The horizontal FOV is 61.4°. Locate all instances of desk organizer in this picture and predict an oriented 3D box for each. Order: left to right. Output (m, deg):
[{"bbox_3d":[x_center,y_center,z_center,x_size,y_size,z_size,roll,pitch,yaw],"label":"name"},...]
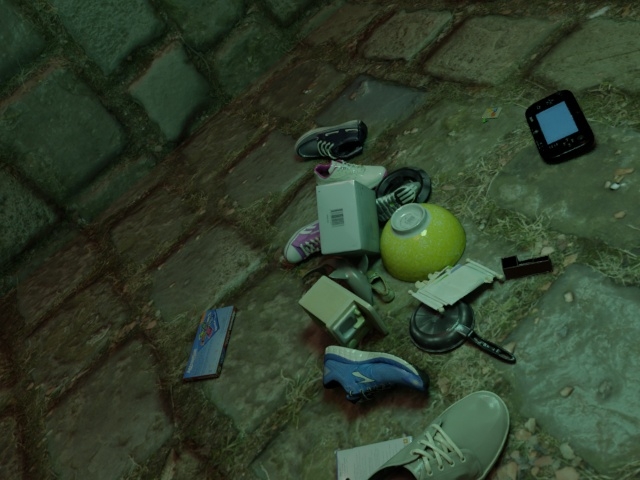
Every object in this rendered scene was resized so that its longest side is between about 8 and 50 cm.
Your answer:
[{"bbox_3d":[0.582,0.068,1.525,0.130,0.050,0.047,-14,44,24],"label":"desk organizer"}]

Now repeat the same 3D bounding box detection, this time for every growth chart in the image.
[{"bbox_3d":[0.389,0.126,1.583,0.237,0.021,0.172,-28,30,-11],"label":"growth chart"}]

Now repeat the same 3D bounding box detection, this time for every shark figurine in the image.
[{"bbox_3d":[0.052,0.106,1.758,0.116,0.166,0.278,-17,29,-41],"label":"shark figurine"}]

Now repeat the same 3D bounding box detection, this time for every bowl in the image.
[{"bbox_3d":[0.307,-0.027,1.734,0.289,0.156,0.290,-19,42,18],"label":"bowl"}]

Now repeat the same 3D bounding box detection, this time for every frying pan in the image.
[{"bbox_3d":[0.361,0.261,1.496,0.197,0.053,0.326,-34,36,2],"label":"frying pan"}]

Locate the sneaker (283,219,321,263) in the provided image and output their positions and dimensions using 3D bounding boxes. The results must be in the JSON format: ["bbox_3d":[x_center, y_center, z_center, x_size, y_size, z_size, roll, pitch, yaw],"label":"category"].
[{"bbox_3d":[0.000,-0.001,1.953,0.282,0.102,0.161,-39,32,-4],"label":"sneaker"}]

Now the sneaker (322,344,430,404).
[{"bbox_3d":[0.145,0.386,1.486,0.329,0.129,0.147,-2,64,38],"label":"sneaker"}]

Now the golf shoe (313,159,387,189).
[{"bbox_3d":[0.109,-0.257,2.118,0.306,0.140,0.115,-8,45,27],"label":"golf shoe"}]

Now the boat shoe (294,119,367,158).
[{"bbox_3d":[0.035,-0.411,2.329,0.340,0.127,0.158,-17,35,20],"label":"boat shoe"}]

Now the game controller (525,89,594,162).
[{"bbox_3d":[0.797,-0.388,1.815,0.166,0.067,0.319,-18,42,21],"label":"game controller"}]

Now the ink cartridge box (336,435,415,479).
[{"bbox_3d":[0.142,0.598,1.313,0.208,0.045,0.206,-18,43,17],"label":"ink cartridge box"}]

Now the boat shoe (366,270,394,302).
[{"bbox_3d":[0.185,0.138,1.739,0.056,0.048,0.153,-34,39,2],"label":"boat shoe"}]

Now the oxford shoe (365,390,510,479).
[{"bbox_3d":[0.263,0.498,1.222,0.449,0.130,0.169,-34,44,-18],"label":"oxford shoe"}]

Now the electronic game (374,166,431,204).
[{"bbox_3d":[0.296,-0.176,1.973,0.229,0.048,0.229,-19,50,24],"label":"electronic game"}]

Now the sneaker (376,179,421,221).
[{"bbox_3d":[0.265,-0.144,1.895,0.228,0.086,0.132,-24,12,45],"label":"sneaker"}]

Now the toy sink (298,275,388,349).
[{"bbox_3d":[0.066,0.238,1.645,0.131,0.153,0.234,-47,42,-13],"label":"toy sink"}]

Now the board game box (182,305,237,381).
[{"bbox_3d":[-0.394,0.367,1.940,0.145,0.027,0.281,-13,44,23],"label":"board game box"}]

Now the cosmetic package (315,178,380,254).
[{"bbox_3d":[0.098,-0.064,1.779,0.138,0.224,0.224,-8,82,22],"label":"cosmetic package"}]

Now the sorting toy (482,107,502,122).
[{"bbox_3d":[0.648,-0.478,2.052,0.062,0.012,0.083,8,56,40],"label":"sorting toy"}]
